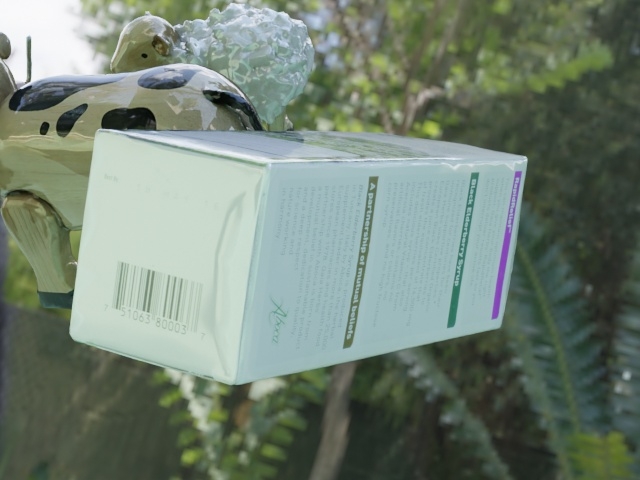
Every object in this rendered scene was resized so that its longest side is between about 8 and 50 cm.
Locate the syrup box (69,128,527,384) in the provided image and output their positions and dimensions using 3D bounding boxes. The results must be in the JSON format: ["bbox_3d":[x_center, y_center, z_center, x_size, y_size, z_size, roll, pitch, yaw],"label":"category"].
[{"bbox_3d":[0.000,0.000,0.749,0.093,0.096,0.237,13,9,32],"label":"syrup box"}]

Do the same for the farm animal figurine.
[{"bbox_3d":[-0.174,-0.034,0.913,0.327,0.330,0.172,-9,-53,11],"label":"farm animal figurine"}]
